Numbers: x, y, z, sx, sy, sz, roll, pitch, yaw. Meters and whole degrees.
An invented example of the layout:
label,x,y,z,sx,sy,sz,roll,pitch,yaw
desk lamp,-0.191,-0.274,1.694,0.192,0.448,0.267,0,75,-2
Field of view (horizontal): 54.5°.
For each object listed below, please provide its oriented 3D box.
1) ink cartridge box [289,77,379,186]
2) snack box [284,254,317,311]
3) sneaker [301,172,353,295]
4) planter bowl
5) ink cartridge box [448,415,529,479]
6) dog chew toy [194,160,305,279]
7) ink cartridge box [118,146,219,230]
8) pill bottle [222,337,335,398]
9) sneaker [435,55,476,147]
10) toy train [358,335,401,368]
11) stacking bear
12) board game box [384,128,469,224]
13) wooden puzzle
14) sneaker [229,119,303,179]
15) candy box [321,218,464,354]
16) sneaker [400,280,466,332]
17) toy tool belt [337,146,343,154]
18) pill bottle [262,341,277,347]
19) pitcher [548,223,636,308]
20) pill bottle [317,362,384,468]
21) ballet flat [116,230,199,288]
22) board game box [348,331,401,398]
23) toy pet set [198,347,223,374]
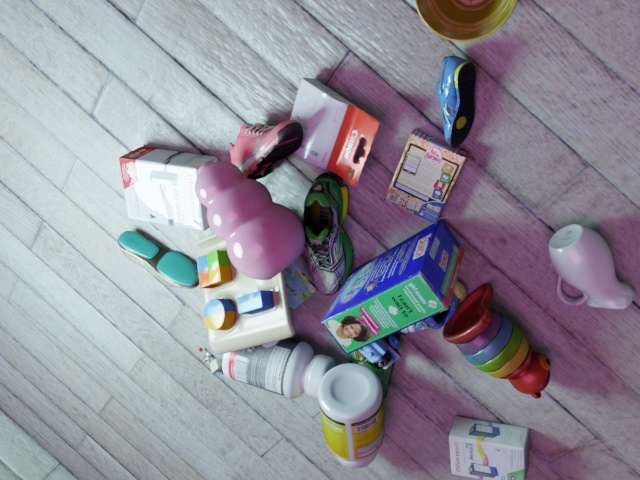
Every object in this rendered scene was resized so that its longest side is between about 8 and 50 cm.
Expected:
label,x,y,z,sx,sy,sz,roll,pitch,yaw
ink cartridge box,0.019,-0.266,1.535,0.232,0.066,0.189,44,130,32
snack box,-0.118,0.099,1.827,0.207,0.070,0.174,47,125,-5
sneaker,0.000,0.000,1.673,0.134,0.146,0.344,6,118,23
planter bowl,0.307,-0.530,1.286,0.217,0.090,0.217,11,119,19
ink cartridge box,0.485,0.608,1.791,0.212,0.093,0.155,5,118,25
dog chew toy,-0.191,-0.063,1.584,0.206,0.206,0.332,-37,94,35
ink cartridge box,-0.432,-0.153,1.818,0.272,0.114,0.197,9,118,20
pill bottle,-0.125,0.382,1.912,0.318,0.176,0.177,13,120,19
sneaker,0.303,-0.319,1.423,0.082,0.069,0.210,38,143,44
toy train,0.145,0.284,1.742,0.184,0.105,0.080,44,125,-1
stacking bear,0.472,0.282,1.597,0.289,0.175,0.164,40,123,-8
board game box,0.258,-0.155,1.531,0.146,0.045,0.194,27,124,11
wooden puzzle,-0.237,0.130,1.763,0.322,0.080,0.348,-20,78,35
sneaker,-0.162,-0.253,1.605,0.313,0.115,0.136,-29,85,54
candy box,0.188,0.117,1.569,0.317,0.268,0.122,-33,102,34
sneaker,0.277,0.195,1.654,0.091,0.126,0.240,45,125,-1
toy tool belt,0.057,-0.235,1.578,0.083,0.051,0.052,-56,49,33
pill bottle,-0.212,0.229,1.870,0.216,0.121,0.121,29,127,34
pitcher,0.602,0.071,1.451,0.207,0.125,0.177,48,141,-18
pill bottle,0.097,0.535,1.856,0.187,0.188,0.334,12,136,19
ballet flat,-0.513,0.075,1.998,0.316,0.107,0.106,33,145,13
board game box,0.155,0.348,1.852,0.136,0.030,0.260,17,121,14
toy pet set,-0.340,0.386,2.102,0.122,0.065,0.114,-41,59,32
